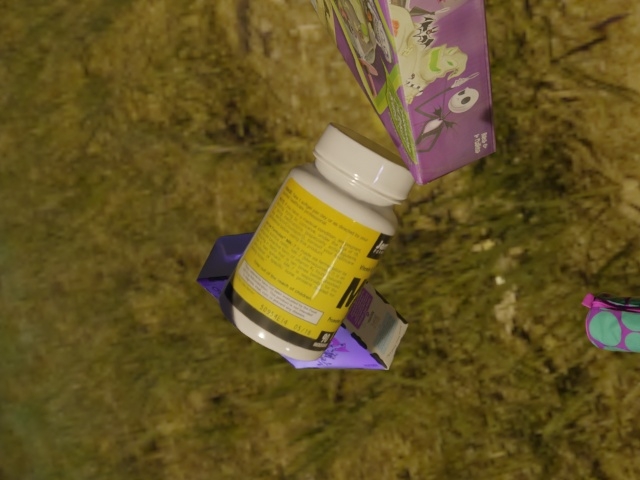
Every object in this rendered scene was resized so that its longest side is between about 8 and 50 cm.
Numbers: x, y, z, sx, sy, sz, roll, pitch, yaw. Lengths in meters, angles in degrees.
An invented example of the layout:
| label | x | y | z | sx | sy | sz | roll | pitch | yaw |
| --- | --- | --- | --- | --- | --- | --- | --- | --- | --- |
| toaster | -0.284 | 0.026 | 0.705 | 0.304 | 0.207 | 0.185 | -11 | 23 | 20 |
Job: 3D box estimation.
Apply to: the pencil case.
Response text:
| label | x | y | z | sx | sy | sz | roll | pitch | yaw |
| --- | --- | --- | --- | --- | --- | --- | --- | --- | --- |
| pencil case | 0.344 | 0.083 | 1.136 | 0.070 | 0.064 | 0.152 | 45 | 153 | -27 |

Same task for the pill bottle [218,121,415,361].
| label | x | y | z | sx | sy | sz | roll | pitch | yaw |
| --- | --- | --- | --- | --- | --- | --- | --- | --- | --- |
| pill bottle | 0.000 | 0.000 | 1.070 | 0.208 | 0.119 | 0.119 | -60 | 33 | 11 |

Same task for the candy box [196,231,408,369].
| label | x | y | z | sx | sy | sz | roll | pitch | yaw |
| --- | --- | --- | --- | --- | --- | --- | --- | --- | --- |
| candy box | -0.020 | 0.073 | 1.325 | 0.165 | 0.196 | 0.070 | -7 | 47 | 46 |

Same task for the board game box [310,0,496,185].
| label | x | y | z | sx | sy | sz | roll | pitch | yaw |
| --- | --- | --- | --- | --- | --- | --- | --- | --- | --- |
| board game box | -0.005 | -0.196 | 0.431 | 0.347 | 0.056 | 0.208 | 71 | 178 | -58 |
